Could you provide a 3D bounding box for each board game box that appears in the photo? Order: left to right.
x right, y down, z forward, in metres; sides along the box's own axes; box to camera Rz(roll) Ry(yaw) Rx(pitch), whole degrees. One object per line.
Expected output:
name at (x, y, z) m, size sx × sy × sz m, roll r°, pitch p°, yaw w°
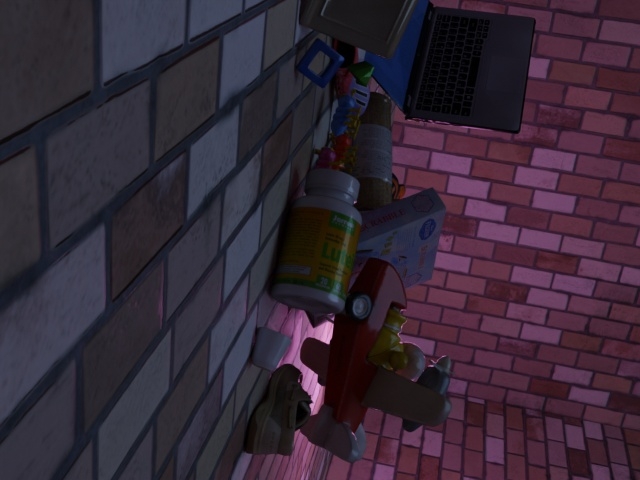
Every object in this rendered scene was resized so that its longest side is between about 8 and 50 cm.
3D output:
board game box at (0.111, 0.046, 1.847) m, size 0.319 × 0.318 × 0.066 m, roll 90°, pitch -24°, yaw -59°

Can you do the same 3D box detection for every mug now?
mug at (-0.087, 0.192, 1.435) m, size 0.078 × 0.062 × 0.064 m, roll 62°, pitch 46°, yaw -68°

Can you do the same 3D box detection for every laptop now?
laptop at (0.285, -0.483, 1.899) m, size 0.236 × 0.408 × 0.382 m, roll 84°, pitch 19°, yaw -56°

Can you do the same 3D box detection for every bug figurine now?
bug figurine at (0.030, -0.181, 1.751) m, size 0.279 × 0.072 × 0.216 m, roll 93°, pitch 16°, yaw -72°

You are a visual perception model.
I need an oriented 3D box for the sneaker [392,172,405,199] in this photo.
sneaker at (0.146, -0.067, 2.245) m, size 0.180 × 0.124 × 0.321 m, roll -53°, pitch 178°, yaw -33°

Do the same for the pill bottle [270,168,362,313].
pill bottle at (0.000, 0.000, 1.518) m, size 0.136 × 0.136 × 0.246 m, roll 76°, pitch 25°, yaw -72°

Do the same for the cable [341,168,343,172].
cable at (0.072, -0.159, 2.272) m, size 0.287 × 0.072 × 0.139 m, roll 180°, pitch -92°, yaw -85°

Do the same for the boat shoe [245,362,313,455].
boat shoe at (-0.065, 0.337, 1.640) m, size 0.302 × 0.098 × 0.109 m, roll -54°, pitch 153°, yaw -73°

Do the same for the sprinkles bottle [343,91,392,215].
sprinkles bottle at (0.111, -0.169, 1.948) m, size 0.121 × 0.121 × 0.355 m, roll 78°, pitch 12°, yaw -71°

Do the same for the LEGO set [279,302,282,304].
LEGO set at (-0.067, 0.098, 1.618) m, size 0.083 × 0.023 × 0.054 m, roll 16°, pitch 82°, yaw -69°

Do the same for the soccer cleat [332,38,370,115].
soccer cleat at (0.057, -0.351, 1.736) m, size 0.095 × 0.083 × 0.248 m, roll -54°, pitch 157°, yaw -38°

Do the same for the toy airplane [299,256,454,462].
toy airplane at (0.108, 0.282, 1.755) m, size 0.384 × 0.272 × 0.386 m, roll -52°, pitch -134°, yaw 38°

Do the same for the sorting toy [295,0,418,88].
sorting toy at (0.075, -0.410, 1.345) m, size 0.348 × 0.196 × 0.047 m, roll -65°, pitch -146°, yaw 19°

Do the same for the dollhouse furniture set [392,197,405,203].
dollhouse furniture set at (0.189, -0.039, 2.051) m, size 0.161 × 0.182 × 0.101 m, roll 69°, pitch 28°, yaw -69°
